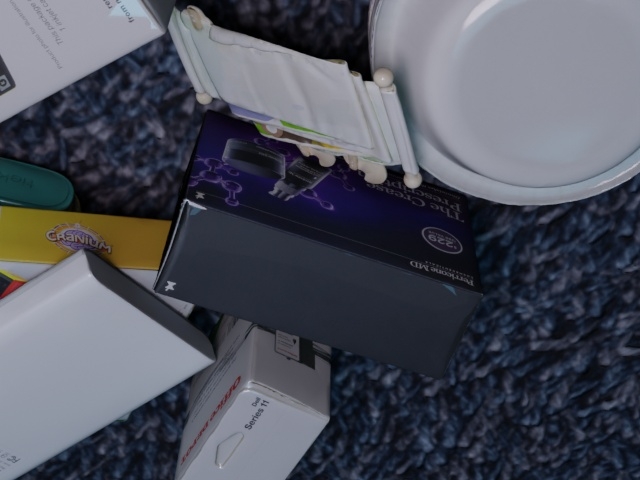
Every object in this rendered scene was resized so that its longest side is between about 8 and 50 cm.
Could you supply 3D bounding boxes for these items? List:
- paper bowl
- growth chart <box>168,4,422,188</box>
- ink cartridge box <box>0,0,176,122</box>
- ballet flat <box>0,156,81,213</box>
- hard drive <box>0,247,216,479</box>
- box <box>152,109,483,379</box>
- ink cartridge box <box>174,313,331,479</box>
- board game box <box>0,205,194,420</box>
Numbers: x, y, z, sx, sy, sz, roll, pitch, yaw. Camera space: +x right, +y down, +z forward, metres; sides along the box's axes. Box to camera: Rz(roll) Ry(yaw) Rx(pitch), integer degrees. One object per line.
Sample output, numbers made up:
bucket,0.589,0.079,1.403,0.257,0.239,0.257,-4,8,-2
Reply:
paper bowl,0.181,-0.158,1.019,0.284,0.148,0.284,1,120,1
growth chart,-0.025,-0.122,1.044,0.237,0.021,0.172,22,155,18
ink cartridge box,-0.267,-0.185,0.975,0.307,0.223,0.129,-25,119,16
ballet flat,-0.396,-0.051,1.129,0.349,0.123,0.123,20,120,-12
hard drive,-0.276,0.137,1.125,0.308,0.040,0.203,-31,143,11
box,0.000,0.000,1.100,0.261,0.184,0.103,18,121,-9
ink cartridge box,-0.060,0.137,1.171,0.087,0.208,0.153,27,119,-14
board game box,-0.287,0.073,1.128,0.317,0.064,0.242,5,135,-32
